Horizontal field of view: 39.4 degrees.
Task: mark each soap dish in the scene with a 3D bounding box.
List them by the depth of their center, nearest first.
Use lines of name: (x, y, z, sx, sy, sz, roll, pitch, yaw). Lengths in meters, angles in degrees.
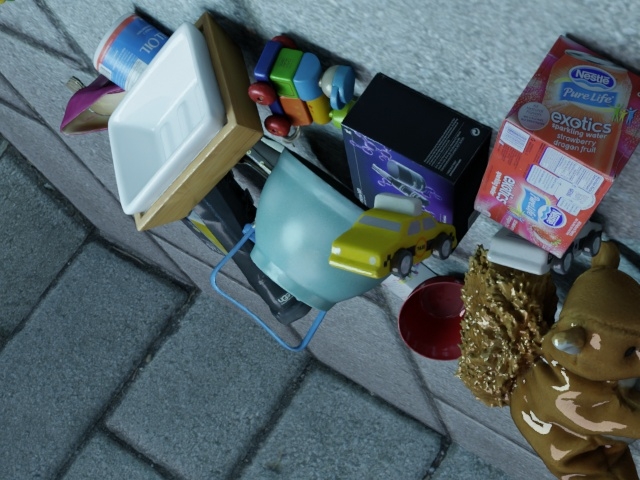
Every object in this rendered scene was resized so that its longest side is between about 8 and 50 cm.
soap dish: (-0.218, -0.182, 1.433, 0.118, 0.228, 0.291, 11, 140, -41)

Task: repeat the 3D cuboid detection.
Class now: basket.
basket: (-0.053, 0.051, 1.846, 0.255, 0.289, 0.201, 44, 161, -22)

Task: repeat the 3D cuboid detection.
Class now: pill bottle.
pill bottle: (-0.278, -0.293, 1.586, 0.222, 0.124, 0.124, 35, 165, -1)

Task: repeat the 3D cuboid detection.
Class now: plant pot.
plant pot: (0.000, 0.000, 1.575, 0.293, 0.196, 0.293, 35, -174, -4)

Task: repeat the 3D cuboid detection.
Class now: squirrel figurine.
squirrel figurine: (0.366, 0.163, 1.346, 0.397, 0.281, 0.370, 24, 156, 28)

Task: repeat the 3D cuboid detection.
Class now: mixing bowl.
mixing bowl: (0.245, 0.136, 1.768, 0.181, 0.181, 0.098, 39, -155, -14)

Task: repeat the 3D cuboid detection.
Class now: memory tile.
memory tile: (-0.579, -0.358, 2.266, 0.148, 0.012, 0.113, 39, 165, -17)

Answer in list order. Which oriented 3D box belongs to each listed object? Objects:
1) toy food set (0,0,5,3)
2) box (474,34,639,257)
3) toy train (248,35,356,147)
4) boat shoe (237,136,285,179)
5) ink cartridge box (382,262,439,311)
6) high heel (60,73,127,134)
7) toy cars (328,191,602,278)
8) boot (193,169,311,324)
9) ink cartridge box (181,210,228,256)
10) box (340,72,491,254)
toy food set: (-0.671, -0.535, 1.793, 0.128, 0.071, 0.218, 35, 165, 0)
box: (0.270, -0.094, 1.005, 0.128, 0.122, 0.257, 32, 165, 13)
toy train: (-0.005, -0.197, 1.363, 0.144, 0.105, 0.248, 15, 159, 19)
boat shoe: (-0.147, -0.181, 1.758, 0.228, 0.068, 0.081, 30, 165, 17)
ink cartridge box: (0.175, 0.074, 1.867, 0.181, 0.061, 0.104, 38, 166, -11)
high heel: (-0.392, -0.259, 1.827, 0.377, 0.181, 0.127, 16, 157, 51)
toy cars: (0.200, -0.017, 1.165, 0.394, 0.087, 0.176, -1, -162, -10)
boot: (-0.195, -0.058, 2.068, 0.445, 0.146, 0.367, 51, -178, -29)
ink cartridge box: (-0.259, 0.007, 2.611, 0.304, 0.072, 0.307, 19, 157, 46)
box: (0.141, -0.104, 1.312, 0.184, 0.103, 0.261, 33, 166, 19)
